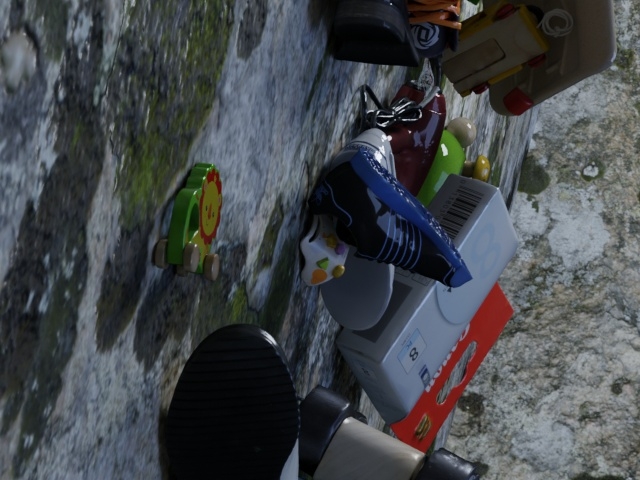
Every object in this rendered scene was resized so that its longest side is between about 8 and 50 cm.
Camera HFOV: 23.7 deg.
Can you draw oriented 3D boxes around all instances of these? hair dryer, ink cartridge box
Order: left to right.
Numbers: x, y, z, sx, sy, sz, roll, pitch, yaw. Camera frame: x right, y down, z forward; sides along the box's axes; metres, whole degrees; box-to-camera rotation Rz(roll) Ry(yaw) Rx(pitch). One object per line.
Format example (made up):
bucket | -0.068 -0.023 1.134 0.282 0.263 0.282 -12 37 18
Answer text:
hair dryer | 0.088 -0.136 1.961 0.223 0.080 0.293 -50 150 -30
ink cartridge box | 0.191 0.134 2.209 0.308 0.091 0.385 -55 144 -19

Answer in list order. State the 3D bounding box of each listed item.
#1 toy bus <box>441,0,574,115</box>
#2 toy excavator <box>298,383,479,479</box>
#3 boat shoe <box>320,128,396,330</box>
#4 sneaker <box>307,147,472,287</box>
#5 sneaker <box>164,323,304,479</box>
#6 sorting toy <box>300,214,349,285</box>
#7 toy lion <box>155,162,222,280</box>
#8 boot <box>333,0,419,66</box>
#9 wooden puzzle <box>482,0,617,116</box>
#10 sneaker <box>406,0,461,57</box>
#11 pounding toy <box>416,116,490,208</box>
toy bus | 0.264 -0.299 2.232 0.104 0.202 0.191 -60 165 -50
toy excavator | 0.007 0.445 1.939 0.445 0.222 0.433 -61 166 -8
boat shoe | 0.058 -0.012 1.835 0.084 0.095 0.258 -53 155 -52
sneaker | 0.080 -0.008 1.737 0.232 0.090 0.081 44 13 -33
sneaker | -0.077 0.178 1.429 0.146 0.122 0.330 -90 -179 -49
sorting toy | 0.000 0.000 1.737 0.075 0.045 0.083 51 50 -51
toy lion | -0.102 -0.018 1.256 0.100 0.034 0.096 33 63 -77
boot | 0.070 -0.309 1.602 0.263 0.091 0.229 60 36 -83
wooden puzzle | 0.349 -0.372 2.274 0.348 0.080 0.322 159 -72 -70
sneaker | 0.146 -0.283 1.725 0.321 0.125 0.180 -99 -163 -66
pounding toy | 0.231 -0.092 2.501 0.237 0.110 0.183 -51 152 -63
